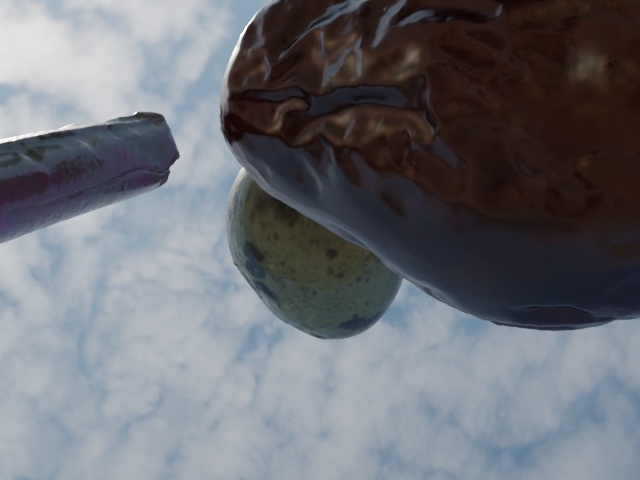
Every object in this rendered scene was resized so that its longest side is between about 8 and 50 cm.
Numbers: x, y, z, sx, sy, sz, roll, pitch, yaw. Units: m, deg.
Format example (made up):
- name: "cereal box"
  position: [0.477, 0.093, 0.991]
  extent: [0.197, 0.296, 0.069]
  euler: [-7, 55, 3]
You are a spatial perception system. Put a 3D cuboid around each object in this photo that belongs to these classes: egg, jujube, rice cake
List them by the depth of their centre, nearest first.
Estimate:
- name: "rice cake"
  position: [-0.145, -0.025, 0.448]
  extent: [0.055, 0.270, 0.049]
  euler: [-33, -90, 22]
- name: "jujube"
  position: [0.078, -0.055, 0.456]
  extent: [0.255, 0.190, 0.190]
  euler: [20, -110, 25]
- name: "egg"
  position: [0.000, 0.000, 0.744]
  extent: [0.141, 0.182, 0.141]
  euler: [-14, -144, 11]
